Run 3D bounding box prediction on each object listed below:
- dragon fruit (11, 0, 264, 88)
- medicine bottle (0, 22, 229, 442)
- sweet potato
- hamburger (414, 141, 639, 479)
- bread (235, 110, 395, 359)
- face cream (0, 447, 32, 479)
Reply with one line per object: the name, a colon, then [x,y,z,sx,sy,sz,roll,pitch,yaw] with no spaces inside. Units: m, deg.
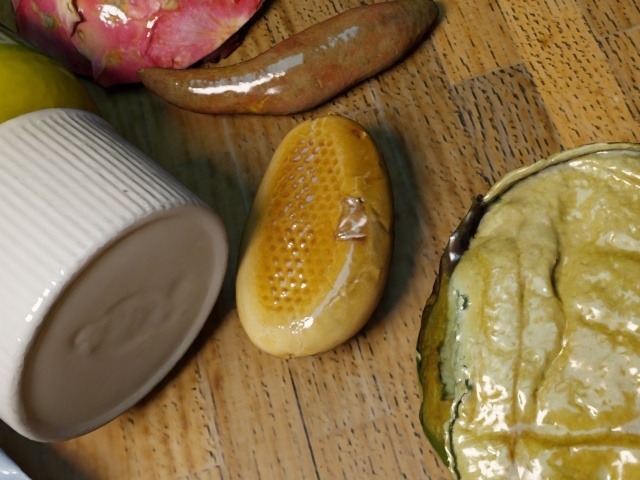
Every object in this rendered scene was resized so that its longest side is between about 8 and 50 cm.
dragon fruit: [-0.137,-0.232,0.827,0.274,0.126,0.161,-29,62,-6]
medicine bottle: [-0.265,-0.046,0.697,0.384,0.224,0.224,35,73,23]
sweet potato: [-0.017,-0.142,0.799,0.255,0.058,0.078,-17,65,-4]
hamburger: [0.195,0.070,0.619,0.265,0.134,0.285,28,77,18]
bread: [0.000,0.000,0.716,0.114,0.077,0.189,-3,62,30]
face cream: [-0.335,0.102,0.710,0.385,0.086,0.135,40,112,24]
